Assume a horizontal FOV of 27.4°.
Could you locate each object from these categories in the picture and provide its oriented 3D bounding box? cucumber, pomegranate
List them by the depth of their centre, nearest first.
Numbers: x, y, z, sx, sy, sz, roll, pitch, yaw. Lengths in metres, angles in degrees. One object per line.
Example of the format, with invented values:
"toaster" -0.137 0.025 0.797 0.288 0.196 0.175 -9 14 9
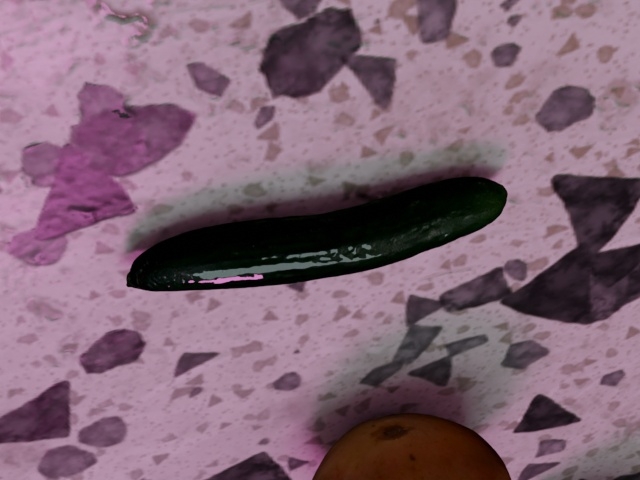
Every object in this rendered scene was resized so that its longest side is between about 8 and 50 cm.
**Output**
"cucumber" 0.000 0.000 0.943 0.284 0.056 0.056 -12 137 -6
"pomegranate" 0.080 0.243 1.123 0.191 0.191 0.191 -9 137 -9
